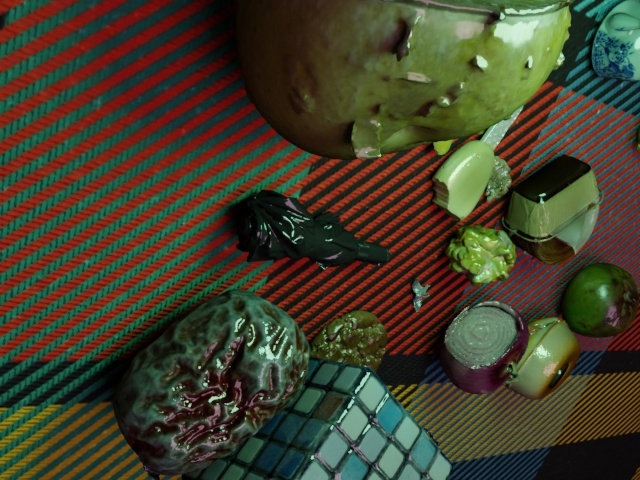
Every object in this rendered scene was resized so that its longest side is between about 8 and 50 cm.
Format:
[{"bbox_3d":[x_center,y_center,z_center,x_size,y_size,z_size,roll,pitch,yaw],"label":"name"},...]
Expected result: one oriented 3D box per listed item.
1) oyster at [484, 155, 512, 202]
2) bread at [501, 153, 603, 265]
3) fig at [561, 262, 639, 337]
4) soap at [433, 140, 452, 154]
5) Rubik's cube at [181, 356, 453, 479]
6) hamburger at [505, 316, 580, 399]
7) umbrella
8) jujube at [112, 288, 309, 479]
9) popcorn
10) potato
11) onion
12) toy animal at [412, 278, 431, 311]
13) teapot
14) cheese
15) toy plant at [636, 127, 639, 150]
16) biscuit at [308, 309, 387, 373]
[{"bbox_3d":[0.352,-0.120,1.513,0.080,0.038,0.083,-49,137,2],"label":"oyster"},{"bbox_3d":[0.497,-0.053,1.598,0.224,0.142,0.212,-32,129,-19],"label":"bread"},{"bbox_3d":[0.686,0.153,1.871,0.181,0.181,0.191,13,135,-43],"label":"fig"},{"bbox_3d":[0.234,-0.237,1.346,0.089,0.033,0.168,19,104,-42],"label":"soap"},{"bbox_3d":[-0.003,0.394,1.298,0.292,0.287,0.293,48,62,-26],"label":"Rubik's cube"},{"bbox_3d":[0.534,0.285,1.849,0.237,0.147,0.237,-31,144,-27],"label":"hamburger"},{"bbox_3d":[0.000,0.000,1.267,0.340,0.118,0.118,15,108,-43],"label":"umbrella"},{"bbox_3d":[-0.172,0.225,1.198,0.317,0.226,0.226,-41,135,-13],"label":"jujube"},{"bbox_3d":[0.325,0.030,1.531,0.145,0.126,0.126,13,103,-17],"label":"popcorn"},{"bbox_3d":[0.102,-0.248,0.996,0.442,0.385,0.319,-8,135,-22],"label":"potato"},{"bbox_3d":[0.362,0.243,1.674,0.200,0.201,0.207,49,52,-45],"label":"onion"},{"bbox_3d":[0.209,0.106,1.555,0.050,0.028,0.084,-20,130,-16],"label":"toy animal"},{"bbox_3d":[0.632,-0.377,1.487,0.232,0.159,0.159,28,98,-45],"label":"teapot"},{"bbox_3d":[0.301,-0.163,1.437,0.127,0.050,0.255,29,96,-44],"label":"cheese"},{"bbox_3d":[0.791,-0.259,1.729,0.162,0.093,0.093,-47,136,-3],"label":"toy plant"},{"bbox_3d":[0.047,0.242,1.509,0.226,0.042,0.226,-19,127,-28],"label":"biscuit"}]
